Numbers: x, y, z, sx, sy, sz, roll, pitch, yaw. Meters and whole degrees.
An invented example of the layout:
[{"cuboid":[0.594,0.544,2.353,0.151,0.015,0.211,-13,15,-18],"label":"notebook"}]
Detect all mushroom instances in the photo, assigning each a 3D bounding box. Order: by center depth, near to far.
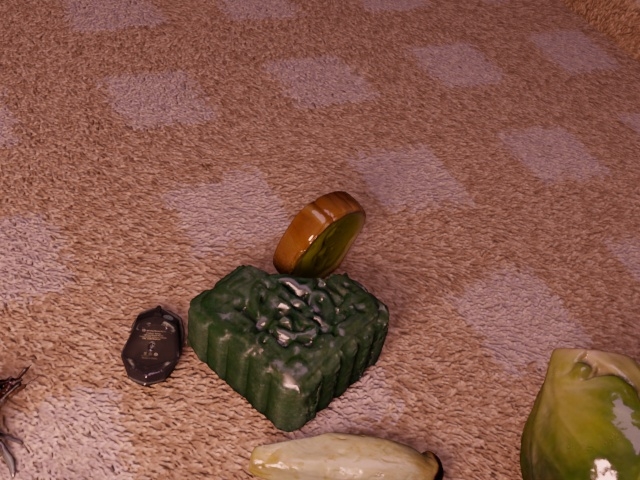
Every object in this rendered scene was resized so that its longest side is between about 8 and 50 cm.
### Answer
[{"cuboid":[0.047,0.384,1.290,0.333,0.087,0.107,10,44,0],"label":"mushroom"}]

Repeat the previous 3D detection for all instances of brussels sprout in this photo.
[{"cuboid":[0.488,0.355,1.269,0.281,0.289,0.355,-2,72,-15],"label":"brussels sprout"}]

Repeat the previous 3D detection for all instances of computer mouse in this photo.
[{"cuboid":[-0.312,0.205,1.403,0.105,0.062,0.192,7,37,-6],"label":"computer mouse"}]

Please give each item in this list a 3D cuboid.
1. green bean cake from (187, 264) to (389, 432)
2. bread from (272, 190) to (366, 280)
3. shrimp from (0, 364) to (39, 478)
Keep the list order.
[{"cuboid":[-0.060,0.164,1.432,0.307,0.169,0.300,34,47,23],"label":"green bean cake"},{"cuboid":[0.000,0.000,1.576,0.236,0.236,0.070,-30,64,-37],"label":"bread"},{"cuboid":[-0.611,0.334,1.131,0.410,0.166,0.221,-22,26,-38],"label":"shrimp"}]
